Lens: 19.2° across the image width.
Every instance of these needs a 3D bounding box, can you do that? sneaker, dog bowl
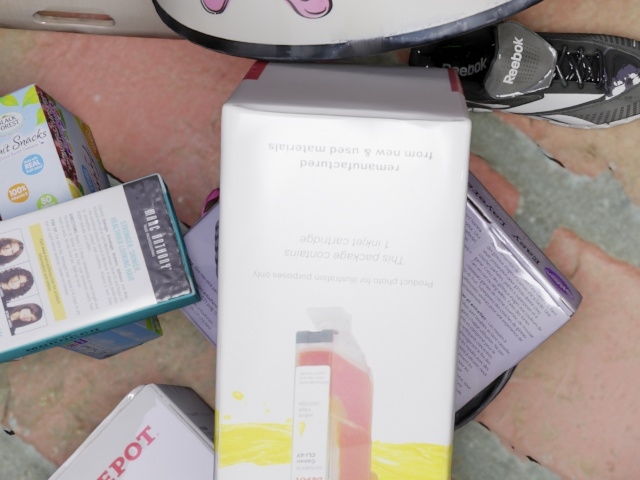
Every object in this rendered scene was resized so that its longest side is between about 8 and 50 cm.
[{"bbox_3d":[0.178,-0.139,1.560,0.234,0.106,0.078,5,86,14],"label":"sneaker"},{"bbox_3d":[0.044,-0.307,1.463,0.408,0.408,0.150,-9,126,12],"label":"dog bowl"}]

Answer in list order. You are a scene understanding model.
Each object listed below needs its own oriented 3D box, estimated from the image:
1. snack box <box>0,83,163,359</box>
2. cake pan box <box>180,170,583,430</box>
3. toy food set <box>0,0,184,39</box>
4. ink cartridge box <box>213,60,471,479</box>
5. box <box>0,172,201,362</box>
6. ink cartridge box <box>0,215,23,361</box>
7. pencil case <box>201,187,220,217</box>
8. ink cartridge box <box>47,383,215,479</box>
[{"bbox_3d":[-0.214,-0.011,1.604,0.070,0.174,0.207,-20,79,5],"label":"snack box"},{"bbox_3d":[0.038,0.038,1.500,0.267,0.070,0.246,47,112,3],"label":"cake pan box"},{"bbox_3d":[-0.203,-0.337,1.695,0.220,0.092,0.306,5,86,2],"label":"toy food set"},{"bbox_3d":[0.013,0.080,1.324,0.160,0.279,0.384,3,102,1],"label":"ink cartridge box"},{"bbox_3d":[-0.224,0.034,1.473,0.244,0.060,0.100,-17,82,-1],"label":"box"},{"bbox_3d":[-0.337,0.032,1.616,0.086,0.203,0.148,-10,81,14],"label":"ink cartridge box"},{"bbox_3d":[0.000,0.000,1.589,0.209,0.098,0.095,2,110,15],"label":"pencil case"},{"bbox_3d":[-0.097,0.299,1.564,0.226,0.131,0.306,-46,75,5],"label":"ink cartridge box"}]
